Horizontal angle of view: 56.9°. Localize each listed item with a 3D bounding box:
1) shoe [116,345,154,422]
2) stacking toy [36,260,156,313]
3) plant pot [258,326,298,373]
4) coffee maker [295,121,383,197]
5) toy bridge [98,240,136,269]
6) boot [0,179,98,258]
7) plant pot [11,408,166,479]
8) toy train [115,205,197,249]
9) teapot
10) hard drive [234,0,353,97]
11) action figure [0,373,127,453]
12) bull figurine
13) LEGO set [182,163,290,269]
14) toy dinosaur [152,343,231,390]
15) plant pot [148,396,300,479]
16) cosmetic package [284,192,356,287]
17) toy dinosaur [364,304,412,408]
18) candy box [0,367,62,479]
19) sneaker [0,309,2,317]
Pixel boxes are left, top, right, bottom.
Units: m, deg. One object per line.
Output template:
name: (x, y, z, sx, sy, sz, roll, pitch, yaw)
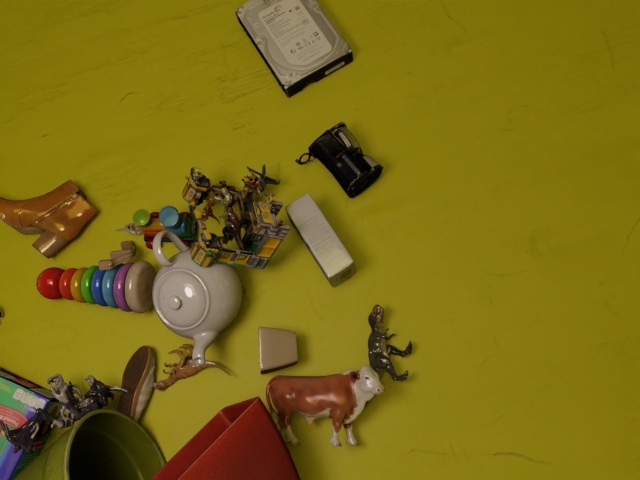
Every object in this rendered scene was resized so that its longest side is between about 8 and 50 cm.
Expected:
shoe: (-0.481, 0.386, 1.552, 0.076, 0.058, 0.219, 2, 68, 28)
stacking toy: (-0.622, 0.123, 1.610, 0.330, 0.141, 0.141, 0, 73, 11)
plant pot: (-0.109, 0.280, 1.515, 0.096, 0.109, 0.109, -3, 72, -8)
coffee maker: (0.057, -0.208, 1.645, 0.171, 0.120, 0.178, -43, 70, 17)
toy bridge: (-0.537, 0.039, 1.600, 0.063, 0.188, 0.026, -6, 107, 3)
boot: (-0.807, -0.104, 1.721, 0.295, 0.104, 0.211, 37, 75, 10)
plant pot: (-0.583, 0.634, 1.355, 0.352, 0.366, 0.367, -30, 72, 9)
toy train: (-0.479, -0.043, 1.631, 0.247, 0.143, 0.105, 0, 73, 7)
teapot: (-0.333, 0.136, 1.503, 0.255, 0.187, 0.253, 26, 100, 13)
hard drive: (-0.084, -0.629, 1.806, 0.236, 0.064, 0.339, -30, 71, -3)
action figure: (-0.619, 0.393, 1.429, 0.275, 0.164, 0.141, -26, 92, -33)
bull figurine: (0.013, 0.403, 1.448, 0.310, 0.101, 0.189, -5, 73, 20)
LEGO set: (-0.215, -0.089, 1.519, 0.254, 0.192, 0.331, 16, 40, -25)
toy dinosaur: (-0.341, 0.330, 1.555, 0.211, 0.064, 0.112, -21, 92, 8)
plant pot: (-0.201, 0.547, 1.337, 0.267, 0.267, 0.236, -40, 92, -34)
cosmetic package: (0.000, 0.000, 1.576, 0.085, 0.117, 0.231, -33, 71, -5)
toy dinosaur: (0.167, 0.301, 1.497, 0.118, 0.064, 0.268, 4, 78, 15)
candy box: (-0.858, 0.505, 1.516, 0.268, 0.122, 0.317, 21, 78, 8)
sneaker: (-1.016, 0.280, 1.625, 0.118, 0.110, 0.292, 28, 70, 22)
